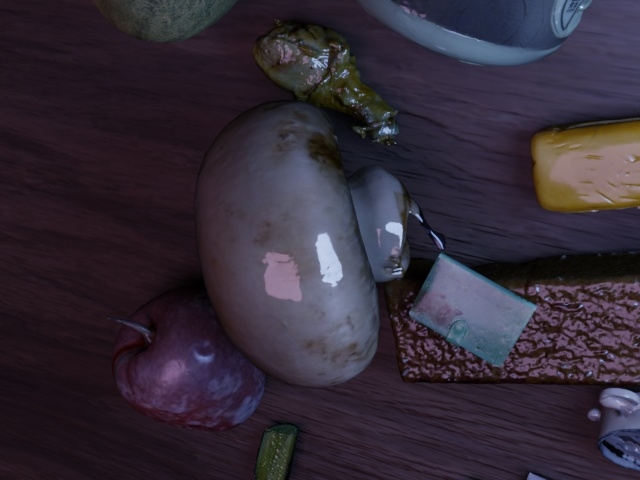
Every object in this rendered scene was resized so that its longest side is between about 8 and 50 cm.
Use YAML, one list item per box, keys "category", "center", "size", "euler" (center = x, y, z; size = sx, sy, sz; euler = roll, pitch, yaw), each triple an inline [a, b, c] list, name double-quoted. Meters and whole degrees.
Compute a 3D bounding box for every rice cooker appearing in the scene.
- category: "rice cooker"
  center: [0.170, -0.340, 0.763]
  size: [0.288, 0.288, 0.277]
  euler: [31, 130, 8]

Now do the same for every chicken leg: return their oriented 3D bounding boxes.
- category: "chicken leg"
  center: [0.018, -0.207, 1.026]
  size: [0.227, 0.088, 0.103]
  euler: [34, 107, 5]

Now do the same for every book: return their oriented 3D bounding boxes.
- category: "book"
  center: [0.187, 0.090, 1.005]
  size: [0.135, 0.017, 0.103]
  euler: [30, 116, 12]

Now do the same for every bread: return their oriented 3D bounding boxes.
- category: "bread"
  center: [0.352, -0.086, 0.940]
  size: [0.200, 0.077, 0.116]
  euler: [-3, 106, 26]
- category: "bread"
  center: [0.297, 0.102, 1.034]
  size: [0.416, 0.113, 0.165]
  euler: [-3, 109, 26]

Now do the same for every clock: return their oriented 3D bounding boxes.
- category: "clock"
  center: [0.439, 0.257, 1.036]
  size: [0.229, 0.063, 0.155]
  euler: [36, 145, -25]

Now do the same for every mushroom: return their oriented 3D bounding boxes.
- category: "mushroom"
  center: [0.000, 0.000, 0.999]
  size: [0.294, 0.362, 0.362]
  euler: [-13, 112, 0]

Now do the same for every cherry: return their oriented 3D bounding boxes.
- category: "cherry"
  center: [-0.212, 0.183, 1.261]
  size: [0.285, 0.213, 0.236]
  euler: [37, 155, -25]

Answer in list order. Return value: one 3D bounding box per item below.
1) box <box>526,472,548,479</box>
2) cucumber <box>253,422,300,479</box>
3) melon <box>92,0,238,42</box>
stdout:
- category: "box"
  center: [0.394, 0.495, 1.195]
  size: [0.251, 0.106, 0.203]
  euler: [19, 123, 15]
- category: "cucumber"
  center: [-0.079, 0.398, 1.409]
  size: [0.070, 0.046, 0.220]
  euler: [22, 121, 17]
- category: "melon"
  center: [-0.168, -0.388, 0.924]
  size: [0.248, 0.248, 0.329]
  euler: [32, 128, 8]
